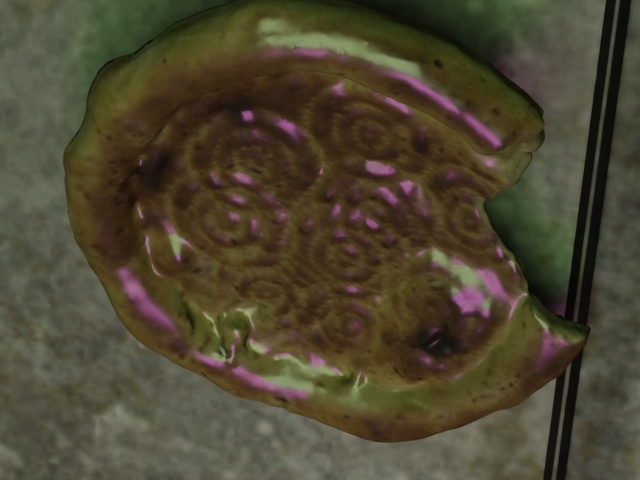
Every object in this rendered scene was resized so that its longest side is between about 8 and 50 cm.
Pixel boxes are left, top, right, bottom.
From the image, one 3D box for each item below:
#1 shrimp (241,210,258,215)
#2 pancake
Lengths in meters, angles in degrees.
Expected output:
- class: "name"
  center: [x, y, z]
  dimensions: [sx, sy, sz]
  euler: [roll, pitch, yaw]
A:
- class: "shrimp"
  center: [-0.002, -0.046, 0.741]
  dimensions: [0.161, 0.034, 0.091]
  euler: [3, 113, 10]
- class: "pancake"
  center: [0.000, 0.000, 0.732]
  dimensions: [0.212, 0.029, 0.235]
  euler: [-8, 130, 23]
